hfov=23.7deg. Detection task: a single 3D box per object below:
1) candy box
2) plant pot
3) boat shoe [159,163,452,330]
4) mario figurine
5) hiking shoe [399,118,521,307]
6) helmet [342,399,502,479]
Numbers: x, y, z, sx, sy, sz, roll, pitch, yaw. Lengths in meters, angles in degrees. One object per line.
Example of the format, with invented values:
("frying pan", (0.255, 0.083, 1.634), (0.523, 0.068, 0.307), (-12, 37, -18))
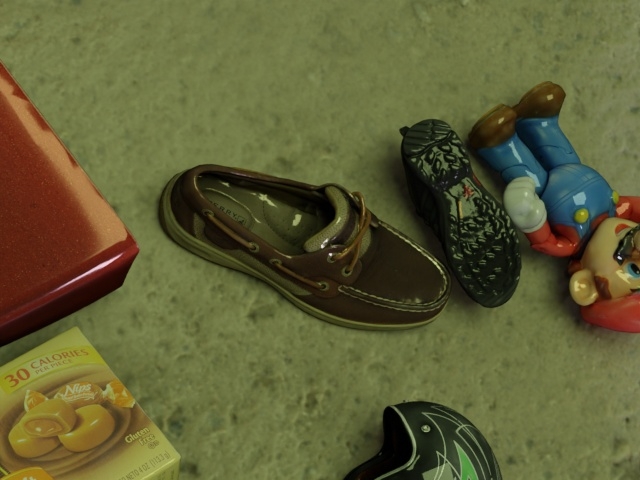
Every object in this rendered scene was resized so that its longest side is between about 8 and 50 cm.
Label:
("candy box", (-0.311, 0.235, 1.428), (0.316, 0.087, 0.183), (-30, 63, -26))
("plant pot", (-0.353, -0.012, 1.441), (0.236, 0.267, 0.267), (-37, 89, -14))
("boat shoe", (0.000, 0.000, 1.636), (0.342, 0.123, 0.123), (24, 67, -14))
("mario figurine", (0.321, -0.040, 1.747), (0.198, 0.170, 0.320), (-36, 81, 2))
("hiking shoe", (0.157, -0.033, 1.717), (0.086, 0.114, 0.227), (-24, 97, -3))
("helmet", (0.109, 0.255, 1.580), (0.169, 0.169, 0.161), (43, 79, -4))
